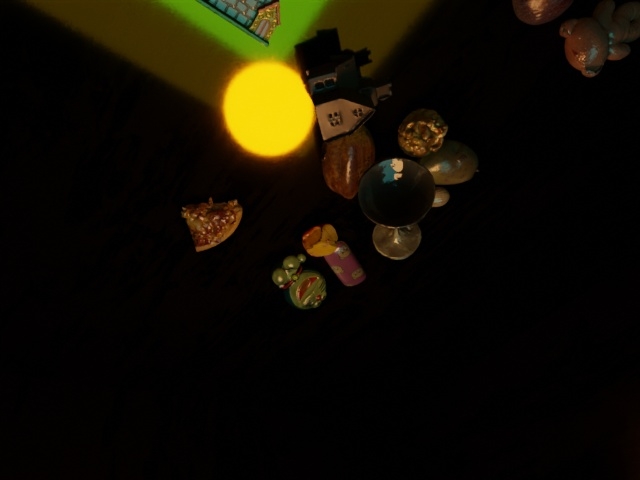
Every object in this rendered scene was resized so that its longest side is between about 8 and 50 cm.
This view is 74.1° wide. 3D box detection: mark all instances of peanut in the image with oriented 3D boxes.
[{"bbox_3d":[0.437,-0.171,1.767,0.206,0.087,0.087,-12,136,-3],"label":"peanut"}]

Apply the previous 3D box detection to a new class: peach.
[{"bbox_3d":[-0.001,0.002,1.794,0.151,0.118,0.152,-4,97,-39],"label":"peach"}]

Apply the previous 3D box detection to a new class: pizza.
[{"bbox_3d":[-0.435,-0.065,1.626,0.289,0.082,0.228,-36,132,23],"label":"pizza"}]

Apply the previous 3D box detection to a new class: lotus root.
[{"bbox_3d":[0.092,-0.295,1.492,0.193,0.193,0.291,-9,142,-7],"label":"lotus root"}]

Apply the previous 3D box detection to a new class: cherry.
[{"bbox_3d":[0.645,-0.710,1.228,0.140,0.176,0.176,-52,133,-7],"label":"cherry"}]

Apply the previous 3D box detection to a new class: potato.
[{"bbox_3d":[0.491,-0.293,1.614,0.251,0.159,0.174,8,159,-7],"label":"potato"}]

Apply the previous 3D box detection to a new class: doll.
[{"bbox_3d":[0.920,-0.667,1.392,0.303,0.156,0.201,-29,96,-13],"label":"doll"},{"bbox_3d":[-0.094,0.188,1.914,0.198,0.186,0.322,-45,117,-13],"label":"doll"}]

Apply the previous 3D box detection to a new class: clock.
[{"bbox_3d":[-0.167,-0.674,1.067,0.219,0.106,0.255,21,125,-32],"label":"clock"}]

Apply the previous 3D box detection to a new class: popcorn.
[{"bbox_3d":[0.358,-0.373,1.487,0.179,0.180,0.170,-22,170,7],"label":"popcorn"}]

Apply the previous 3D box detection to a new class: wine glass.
[{"bbox_3d":[0.282,-0.091,1.598,0.266,0.267,0.406,-17,156,2],"label":"wine glass"}]

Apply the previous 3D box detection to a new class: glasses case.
[{"bbox_3d":[0.116,0.112,1.967,0.123,0.076,0.316,-25,136,11],"label":"glasses case"}]

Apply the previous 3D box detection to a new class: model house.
[{"bbox_3d":[0.093,-0.457,1.283,0.243,0.212,0.205,-14,139,5],"label":"model house"}]

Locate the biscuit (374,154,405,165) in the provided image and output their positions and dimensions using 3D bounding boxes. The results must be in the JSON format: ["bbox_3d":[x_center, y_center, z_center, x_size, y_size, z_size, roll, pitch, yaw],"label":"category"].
[{"bbox_3d":[0.245,-0.272,1.651,0.206,0.025,0.126,-27,136,10],"label":"biscuit"}]
